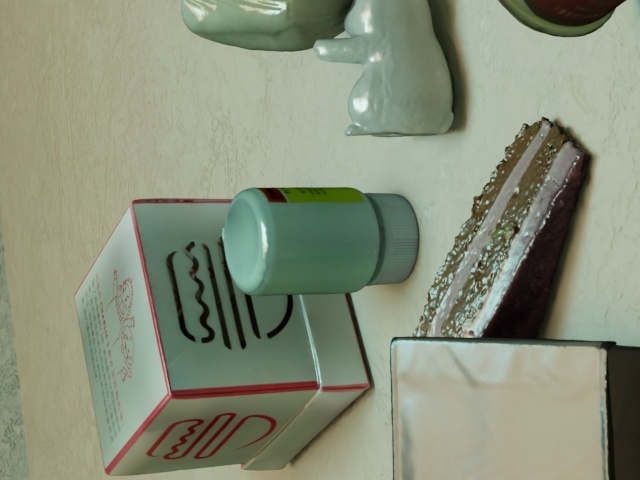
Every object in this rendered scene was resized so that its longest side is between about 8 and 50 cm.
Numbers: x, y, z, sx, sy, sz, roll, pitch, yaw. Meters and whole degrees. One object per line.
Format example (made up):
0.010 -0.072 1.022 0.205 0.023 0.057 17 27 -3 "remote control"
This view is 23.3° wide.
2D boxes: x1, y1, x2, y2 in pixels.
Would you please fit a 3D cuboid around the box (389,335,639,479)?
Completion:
0.215 0.190 1.582 0.252 0.153 0.188 -4 85 37 "box"

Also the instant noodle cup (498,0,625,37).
0.271 -0.332 1.491 0.178 0.234 0.235 -22 71 51 "instant noodle cup"

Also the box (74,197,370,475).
-0.153 0.138 2.215 0.312 0.300 0.314 -50 48 52 "box"

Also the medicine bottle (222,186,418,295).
0.000 0.000 1.998 0.139 0.225 0.139 3 94 63 "medicine bottle"

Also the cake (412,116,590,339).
0.221 0.009 1.748 0.116 0.112 0.295 42 115 48 "cake"

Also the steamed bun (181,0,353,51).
-0.023 -0.428 2.012 0.247 0.236 0.384 8 91 33 "steamed bun"

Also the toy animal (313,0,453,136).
0.079 -0.255 1.927 0.138 0.140 0.283 -17 81 30 "toy animal"
